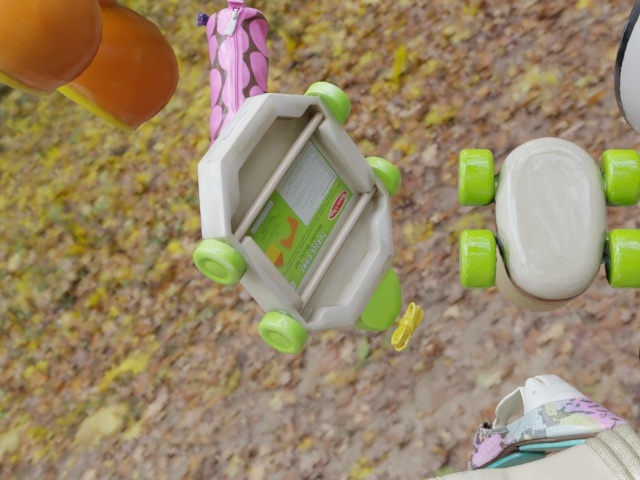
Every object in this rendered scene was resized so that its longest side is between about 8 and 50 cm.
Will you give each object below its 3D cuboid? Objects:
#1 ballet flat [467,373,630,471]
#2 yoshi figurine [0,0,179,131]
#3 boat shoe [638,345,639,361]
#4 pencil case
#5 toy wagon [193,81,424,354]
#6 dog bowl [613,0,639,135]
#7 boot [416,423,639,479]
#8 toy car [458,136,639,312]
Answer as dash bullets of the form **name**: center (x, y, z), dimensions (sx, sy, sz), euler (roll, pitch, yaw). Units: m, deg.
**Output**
- **ballet flat**: center (0.200, 0.170, 0.963), dimensions (0.221, 0.077, 0.079), euler (133, 138, -60)
- **yoshi figurine**: center (0.005, -0.200, 0.379), dimensions (0.362, 0.203, 0.203), euler (-55, 43, 3)
- **boat shoe**: center (0.330, 0.090, 0.943), dimensions (0.042, 0.049, 0.133), euler (-35, -5, -31)
- **pencil case**: center (-0.102, -0.193, 1.300), dimensions (0.098, 0.095, 0.209), euler (112, 154, -61)
- **toy wagon**: center (0.000, 0.000, 1.189), dimensions (0.068, 0.344, 0.267), euler (-3, 45, 45)
- **dog bowl**: center (0.503, -0.201, 1.012), dimensions (0.408, 0.408, 0.150), euler (-35, 53, 8)
- **boot**: center (0.200, 0.271, 0.765), dimensions (0.204, 0.095, 0.262), euler (-15, 52, -9)
- **toy car**: center (0.203, 0.005, 0.964), dimensions (0.155, 0.188, 0.148), euler (0, 69, 5)
